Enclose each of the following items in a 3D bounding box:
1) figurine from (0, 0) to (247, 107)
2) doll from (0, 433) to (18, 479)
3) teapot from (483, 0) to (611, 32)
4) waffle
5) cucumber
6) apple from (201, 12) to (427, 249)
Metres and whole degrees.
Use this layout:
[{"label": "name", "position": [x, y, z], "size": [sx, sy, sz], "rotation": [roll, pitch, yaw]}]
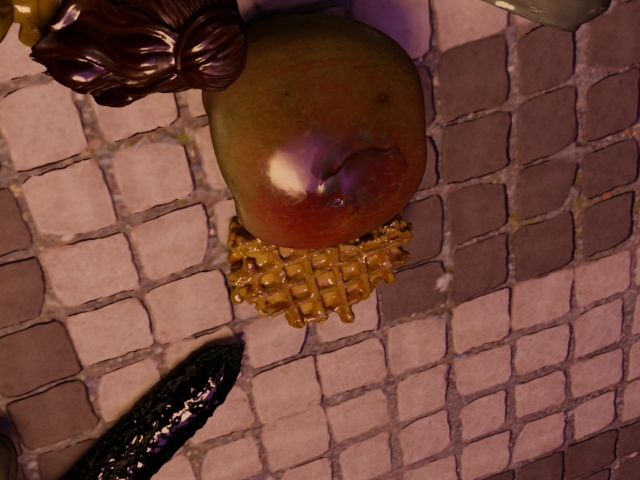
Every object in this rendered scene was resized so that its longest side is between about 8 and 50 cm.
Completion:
[{"label": "figurine", "position": [-0.215, -0.163, 0.761], "size": [0.315, 0.168, 0.187], "rotation": [-4, 105, -19]}, {"label": "doll", "position": [-0.456, 0.333, 1.021], "size": [0.382, 0.252, 0.379], "rotation": [-9, 158, -15]}, {"label": "teapot", "position": [0.180, -0.309, 0.860], "size": [0.203, 0.171, 0.225], "rotation": [21, 109, -1]}, {"label": "waffle", "position": [0.000, 0.000, 1.043], "size": [0.193, 0.070, 0.197], "rotation": [1, 123, -24]}, {"label": "cucumber", "position": [-0.187, 0.212, 1.113], "size": [0.300, 0.072, 0.072], "rotation": [-45, 129, 10]}, {"label": "apple", "position": [-0.001, -0.101, 0.900], "size": [0.188, 0.207, 0.174], "rotation": [-14, 168, -4]}]
